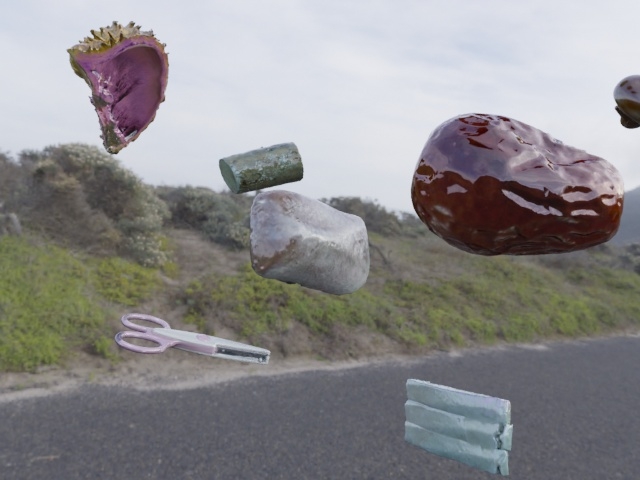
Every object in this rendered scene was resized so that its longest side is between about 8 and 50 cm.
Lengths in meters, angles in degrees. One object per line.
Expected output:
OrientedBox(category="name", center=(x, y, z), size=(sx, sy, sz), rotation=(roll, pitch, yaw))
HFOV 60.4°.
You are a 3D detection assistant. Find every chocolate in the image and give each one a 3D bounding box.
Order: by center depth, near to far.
OrientedBox(category="chocolate", center=(0.000, 0.000, 1.082), size=(0.100, 0.185, 0.303), rotation=(-24, -27, 36))

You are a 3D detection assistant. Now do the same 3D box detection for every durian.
OrientedBox(category="durian", center=(-0.391, -0.312, 1.074), size=(0.112, 0.191, 0.341), rotation=(37, -22, 8))

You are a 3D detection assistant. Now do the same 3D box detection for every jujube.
OrientedBox(category="jujube", center=(0.247, -0.067, 0.707), size=(0.255, 0.190, 0.190), rotation=(9, 3, 14))

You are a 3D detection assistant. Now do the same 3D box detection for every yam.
OrientedBox(category="yam", center=(-0.148, -0.178, 1.365), size=(0.194, 0.107, 0.107), rotation=(-14, 8, -13))

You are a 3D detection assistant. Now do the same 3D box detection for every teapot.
OrientedBox(category="teapot", center=(0.501, -0.199, 0.841), size=(0.129, 0.098, 0.078), rotation=(18, -40, -13))

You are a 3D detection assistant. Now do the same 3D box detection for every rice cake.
OrientedBox(category="rice cake", center=(0.221, 0.298, 0.899), size=(0.038, 0.124, 0.211), rotation=(13, -15, -33))

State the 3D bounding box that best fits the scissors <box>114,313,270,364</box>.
OrientedBox(category="scissors", center=(-0.143, 0.119, 0.634), size=(0.176, 0.022, 0.085), rotation=(15, 13, -15))
